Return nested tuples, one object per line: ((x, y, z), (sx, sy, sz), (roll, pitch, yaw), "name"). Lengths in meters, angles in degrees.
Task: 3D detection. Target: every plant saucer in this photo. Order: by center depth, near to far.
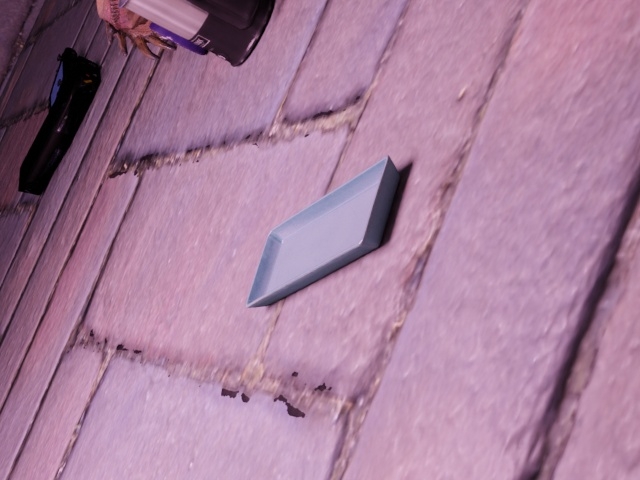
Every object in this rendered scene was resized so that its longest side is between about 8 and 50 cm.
((0.000, 0.000, 1.062), (0.192, 0.018, 0.067), (-29, 39, 59), "plant saucer")

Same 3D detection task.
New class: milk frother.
((-0.107, -0.272, 1.529), (0.129, 0.135, 0.143), (-31, 38, 58), "milk frother")

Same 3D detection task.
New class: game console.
((-0.426, -0.214, 2.481), (0.213, 0.044, 0.361), (-60, 18, 14), "game console")

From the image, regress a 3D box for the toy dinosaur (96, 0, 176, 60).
((-0.223, -0.298, 1.817), (0.200, 0.127, 0.295), (-60, -4, 18), "toy dinosaur")

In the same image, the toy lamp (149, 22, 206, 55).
((-0.101, -0.345, 1.703), (0.274, 0.080, 0.080), (-61, 18, 7), "toy lamp")
